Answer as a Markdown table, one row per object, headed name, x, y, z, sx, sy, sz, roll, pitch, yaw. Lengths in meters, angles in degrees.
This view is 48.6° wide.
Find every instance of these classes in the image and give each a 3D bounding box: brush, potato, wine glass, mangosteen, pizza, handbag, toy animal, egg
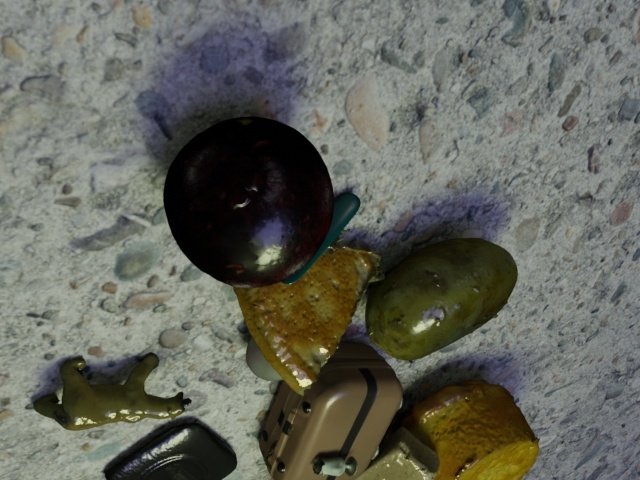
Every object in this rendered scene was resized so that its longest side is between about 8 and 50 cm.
| name | x | y | z | sx | sy | sz | roll | pitch | yaw |
| --- | --- | --- | --- | --- | --- | --- | --- | --- | --- |
| brush | 0.000 | 0.000 | 1.122 | 0.193 | 0.043 | 0.032 | -51 | 159 | -20 |
| potato | 0.219 | 0.095 | 1.278 | 0.307 | 0.173 | 0.210 | -25 | 149 | -23 |
| wine glass | 0.025 | 0.416 | 1.304 | 0.083 | 0.042 | 0.039 | 10 | 80 | -33 |
| mangosteen | -0.090 | -0.044 | 0.959 | 0.228 | 0.228 | 0.265 | -35 | 166 | -5 |
| pizza | -0.001 | 0.092 | 1.169 | 0.287 | 0.075 | 0.280 | -20 | 94 | -36 |
| handbag | 0.044 | 0.340 | 1.381 | 0.283 | 0.149 | 0.302 | 2 | 121 | -36 |
| toy animal | -0.320 | 0.249 | 1.102 | 0.218 | 0.101 | 0.103 | 4 | 120 | -35 |
| egg | -0.065 | 0.181 | 1.213 | 0.135 | 0.103 | 0.103 | -38 | 135 | -7 |

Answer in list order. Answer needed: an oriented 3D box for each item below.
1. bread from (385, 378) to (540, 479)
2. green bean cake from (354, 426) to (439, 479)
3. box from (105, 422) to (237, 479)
| name | x | y | z | sx | sy | sz | roll | pitch | yaw |
| --- | --- | --- | --- | --- | --- | --- | --- | --- | --- |
| bread | 0.302 | 0.495 | 1.622 | 0.398 | 0.215 | 0.398 | -21 | 138 | -20 |
| green bean cake | 0.146 | 0.476 | 1.455 | 0.109 | 0.085 | 0.179 | 45 | 118 | -3 |
| box | -0.270 | 0.428 | 1.316 | 0.201 | 0.042 | 0.212 | -33 | 134 | -4 |
